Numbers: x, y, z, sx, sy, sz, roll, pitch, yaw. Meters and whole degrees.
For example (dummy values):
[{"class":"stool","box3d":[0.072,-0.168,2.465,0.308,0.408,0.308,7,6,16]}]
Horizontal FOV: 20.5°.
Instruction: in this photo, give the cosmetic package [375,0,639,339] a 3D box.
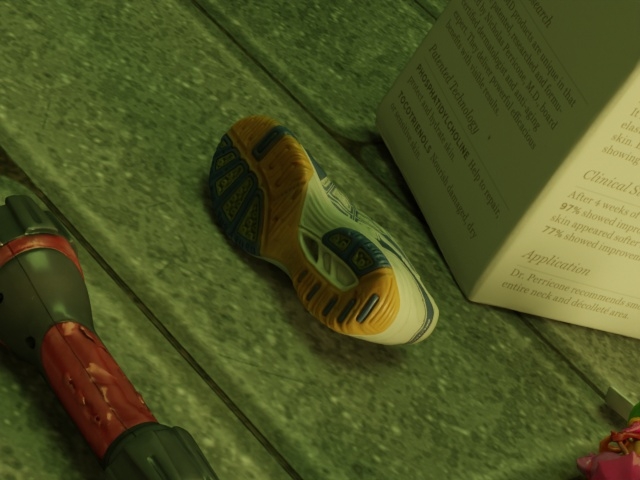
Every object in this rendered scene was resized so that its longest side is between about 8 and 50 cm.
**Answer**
[{"class":"cosmetic package","box3d":[0.331,-0.148,1.947,0.329,0.394,0.327,15,34,-33]}]

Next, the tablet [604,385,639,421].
[{"class":"tablet","box3d":[0.321,0.181,1.784,0.083,0.006,0.054,41,-14,18]}]

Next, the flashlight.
[{"class":"flashlight","box3d":[-0.176,0.097,1.323,0.103,0.103,0.304,3,37,-46]}]

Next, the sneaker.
[{"class":"sneaker","box3d":[0.000,0.000,1.709,0.131,0.112,0.296,26,22,-52]}]

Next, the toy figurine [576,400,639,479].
[{"class":"toy figurine","box3d":[0.304,0.212,1.654,0.159,0.130,0.173,-7,23,-39]}]
